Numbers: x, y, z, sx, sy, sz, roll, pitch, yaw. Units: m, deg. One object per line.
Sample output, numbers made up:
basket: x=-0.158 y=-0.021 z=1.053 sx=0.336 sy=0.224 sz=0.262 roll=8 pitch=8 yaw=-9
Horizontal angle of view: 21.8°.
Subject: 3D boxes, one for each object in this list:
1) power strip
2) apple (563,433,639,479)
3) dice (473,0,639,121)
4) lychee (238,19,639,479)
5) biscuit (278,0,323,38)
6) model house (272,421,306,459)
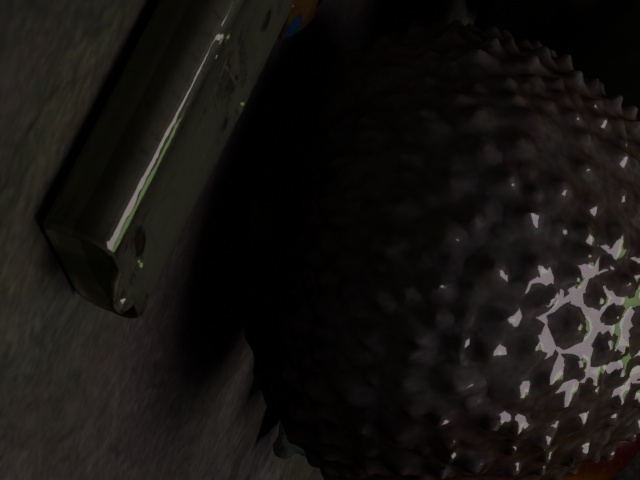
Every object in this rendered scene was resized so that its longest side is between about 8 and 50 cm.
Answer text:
power strip: x=-0.046 y=-0.093 z=0.727 sx=0.092 sy=0.034 sz=0.268 roll=81 pitch=31 yaw=-68
apple: x=0.189 y=0.129 z=1.660 sx=0.288 sy=0.288 sz=0.317 roll=-66 pitch=-174 yaw=-16
dice: x=0.324 y=-0.140 z=1.201 sx=0.348 sy=0.330 sz=0.328 roll=-58 pitch=-154 yaw=26
lychee: x=0.088 y=0.020 z=0.976 sx=0.300 sy=0.300 sz=0.300 roll=21 pitch=90 yaw=-79
biscuit: x=0.002 y=-0.161 z=0.880 sx=0.119 sy=0.019 sz=0.130 roll=75 pitch=37 yaw=-72
model house: x=0.112 y=0.047 z=1.378 sx=0.325 sy=0.194 sz=0.267 roll=-51 pitch=160 yaw=-78
